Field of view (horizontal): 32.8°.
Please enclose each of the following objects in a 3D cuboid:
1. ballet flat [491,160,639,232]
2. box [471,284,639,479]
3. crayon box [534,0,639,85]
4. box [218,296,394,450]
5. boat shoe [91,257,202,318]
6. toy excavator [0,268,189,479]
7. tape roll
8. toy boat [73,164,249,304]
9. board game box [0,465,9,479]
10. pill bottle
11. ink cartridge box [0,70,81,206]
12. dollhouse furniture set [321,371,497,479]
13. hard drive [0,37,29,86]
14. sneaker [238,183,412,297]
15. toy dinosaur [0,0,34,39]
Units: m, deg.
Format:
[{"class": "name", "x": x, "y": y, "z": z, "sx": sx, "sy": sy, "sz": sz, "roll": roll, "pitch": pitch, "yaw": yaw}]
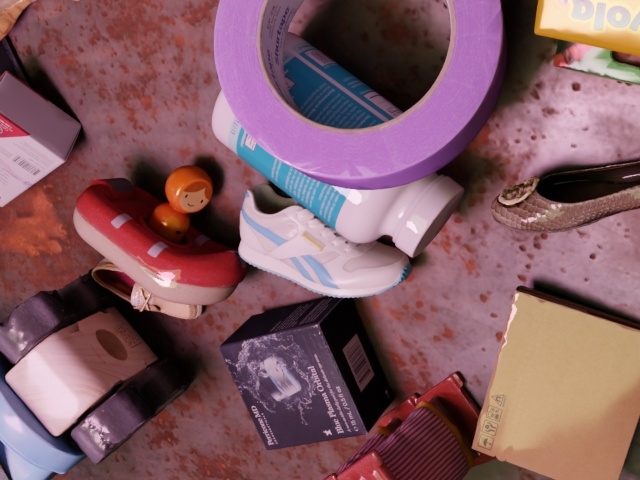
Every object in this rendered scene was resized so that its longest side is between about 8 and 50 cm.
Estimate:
[{"class": "ballet flat", "x": 0.281, "y": -0.053, "z": 1.047, "sx": 0.249, "sy": 0.084, "sz": 0.058, "roll": -4, "pitch": 127, "yaw": 31}, {"class": "box", "x": 0.266, "y": 0.166, "z": 1.180, "sx": 0.164, "sy": 0.021, "sz": 0.201, "roll": 18, "pitch": 110, "yaw": 16}, {"class": "crayon box", "x": 0.301, "y": -0.268, "z": 0.923, "sx": 0.202, "sy": 0.081, "sz": 0.319, "roll": 17, "pitch": 123, "yaw": 26}, {"class": "box", "x": -0.017, "y": 0.166, "z": 1.356, "sx": 0.158, "sy": 0.093, "sz": 0.156, "roll": -16, "pitch": 105, "yaw": 32}, {"class": "boat shoe", "x": -0.242, "y": 0.071, "z": 1.497, "sx": 0.170, "sy": 0.059, "sz": 0.063, "roll": 23, "pitch": 125, "yaw": 23}, {"class": "toy excavator", "x": -0.415, "y": 0.263, "z": 1.590, "sx": 0.445, "sy": 0.433, "sz": 0.222, "roll": -41, "pitch": 88, "yaw": 13}, {"class": "tape roll", "x": 0.040, "y": -0.189, "z": 1.048, "sx": 0.274, "sy": 0.090, "sz": 0.275, "roll": -1, "pitch": 86, "yaw": 13}, {"class": "toy boat", "x": -0.185, "y": -0.025, "z": 1.367, "sx": 0.231, "sy": 0.151, "sz": 0.151, "roll": 36, "pitch": 107, "yaw": 14}, {"class": "board game box", "x": -0.482, "y": 0.308, "z": 1.489, "sx": 0.146, "sy": 0.045, "sz": 0.194, "roll": 29, "pitch": 145, "yaw": 35}, {"class": "pill bottle", "x": 0.023, "y": -0.096, "z": 1.165, "sx": 0.264, "sy": 0.146, "sz": 0.146, "roll": 38, "pitch": 130, "yaw": 13}, {"class": "ink cartridge box", "x": -0.432, "y": -0.135, "z": 1.479, "sx": 0.127, "sy": 0.072, "sz": 0.175, "roll": 37, "pitch": 138, "yaw": -28}, {"class": "dollhouse furniture set", "x": 0.175, "y": 0.370, "z": 1.271, "sx": 0.374, "sy": 0.201, "sz": 0.152, "roll": 53, "pitch": 131, "yaw": 1}, {"class": "hard drive", "x": -0.533, "y": -0.244, "z": 1.536, "sx": 0.254, "sy": 0.054, "sz": 0.172, "roll": -14, "pitch": 105, "yaw": 39}, {"class": "sneaker", "x": 0.000, "y": 0.000, "z": 1.273, "sx": 0.228, "sy": 0.087, "sz": 0.092, "roll": 16, "pitch": 121, "yaw": 26}, {"class": "toy dinosaur", "x": -0.420, "y": -0.297, "z": 1.416, "sx": 0.211, "sy": 0.064, "sz": 0.112, "roll": -36, "pitch": 107, "yaw": 17}]
